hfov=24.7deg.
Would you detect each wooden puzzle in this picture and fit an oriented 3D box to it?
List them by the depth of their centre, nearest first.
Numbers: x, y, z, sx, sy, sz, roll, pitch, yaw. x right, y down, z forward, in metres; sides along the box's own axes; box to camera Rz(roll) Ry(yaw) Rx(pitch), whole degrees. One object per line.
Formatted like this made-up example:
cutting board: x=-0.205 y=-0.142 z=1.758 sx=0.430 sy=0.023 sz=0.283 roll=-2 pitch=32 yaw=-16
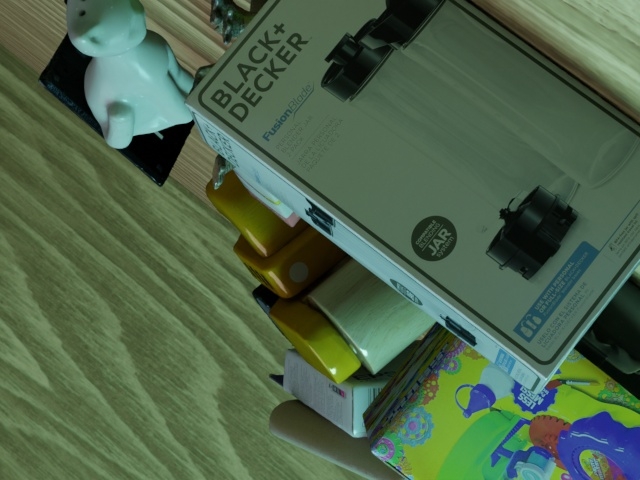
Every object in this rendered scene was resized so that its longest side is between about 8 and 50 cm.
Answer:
wooden puzzle: x=0.159 y=0.244 z=1.742 sx=0.348 sy=0.080 sz=0.322 roll=-4 pitch=-172 yaw=-30

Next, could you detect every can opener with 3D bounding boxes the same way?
can opener: x=0.193 y=0.014 z=1.299 sx=0.280 sy=0.074 sz=0.093 roll=36 pitch=139 yaw=13

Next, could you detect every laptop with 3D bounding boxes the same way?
laptop: x=-0.306 y=-0.222 z=2.140 sx=0.234 sy=0.264 sz=0.136 roll=41 pitch=137 yaw=-23

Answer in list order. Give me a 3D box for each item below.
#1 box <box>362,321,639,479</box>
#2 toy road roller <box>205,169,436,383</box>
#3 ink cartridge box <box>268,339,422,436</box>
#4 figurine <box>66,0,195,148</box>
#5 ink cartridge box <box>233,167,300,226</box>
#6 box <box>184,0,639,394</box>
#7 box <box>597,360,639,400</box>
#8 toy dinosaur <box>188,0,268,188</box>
box: x=0.204 y=0.197 z=1.327 sx=0.290 sy=0.177 sz=0.279 roll=38 pitch=180 yaw=0
toy road roller: x=0.000 y=0.000 z=1.694 sx=0.240 sy=0.202 sz=0.329 roll=53 pitch=171 yaw=-19
ink cartridge box: x=0.133 y=0.163 z=1.800 sx=0.324 sy=0.071 sz=0.330 roll=-2 pitch=-171 yaw=-19
figurine: x=-0.161 y=-0.207 z=1.179 sx=0.092 sy=0.215 sz=0.209 roll=-2 pitch=161 yaw=5
ink cartridge box: x=-0.032 y=-0.099 z=1.506 sx=0.067 sy=0.115 sz=0.198 roll=38 pitch=175 yaw=17
box: x=0.076 y=-0.055 z=0.943 sx=0.290 sy=0.169 sz=0.087 roll=39 pitch=174 yaw=11
box: x=0.317 y=0.143 z=1.491 sx=0.322 sy=0.058 sz=0.232 roll=36 pitch=173 yaw=18
toy dinosaur: x=0.009 y=-0.122 z=1.156 sx=0.200 sy=0.127 sz=0.295 roll=5 pitch=-157 yaw=-16
